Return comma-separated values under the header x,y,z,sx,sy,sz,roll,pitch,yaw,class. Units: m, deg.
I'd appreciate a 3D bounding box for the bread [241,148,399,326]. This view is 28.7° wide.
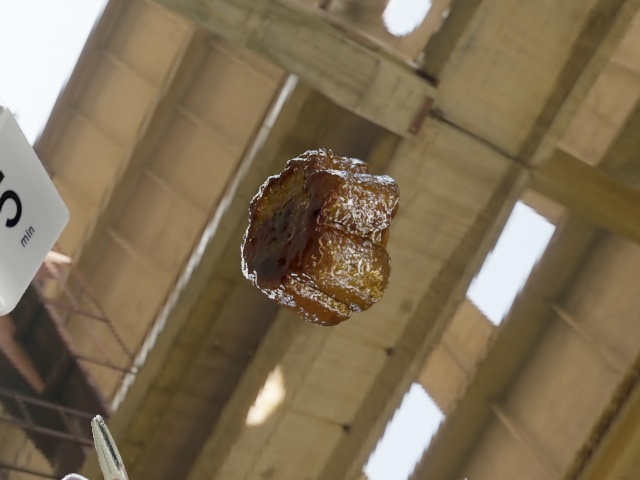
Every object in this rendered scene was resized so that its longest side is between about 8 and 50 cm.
x,y,z,sx,sy,sz,roll,pitch,yaw,class
-0.002,-0.010,1.673,0.247,0.135,0.232,-16,-122,52,bread

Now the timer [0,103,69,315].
x,y,z,sx,sy,sz,roll,pitch,yaw,class
-0.464,-0.038,1.573,0.192,0.195,0.194,0,-136,25,timer

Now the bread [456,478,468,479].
x,y,z,sx,sy,sz,roll,pitch,yaw,class
0.162,0.273,1.247,0.083,0.110,0.044,38,-96,19,bread

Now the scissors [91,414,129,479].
x,y,z,sx,sy,sz,roll,pitch,yaw,class
-0.234,0.286,1.456,0.022,0.085,0.176,-102,176,-79,scissors

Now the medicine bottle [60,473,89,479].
x,y,z,sx,sy,sz,roll,pitch,yaw,class
-0.390,0.495,1.683,0.325,0.212,0.212,-42,-155,-26,medicine bottle
